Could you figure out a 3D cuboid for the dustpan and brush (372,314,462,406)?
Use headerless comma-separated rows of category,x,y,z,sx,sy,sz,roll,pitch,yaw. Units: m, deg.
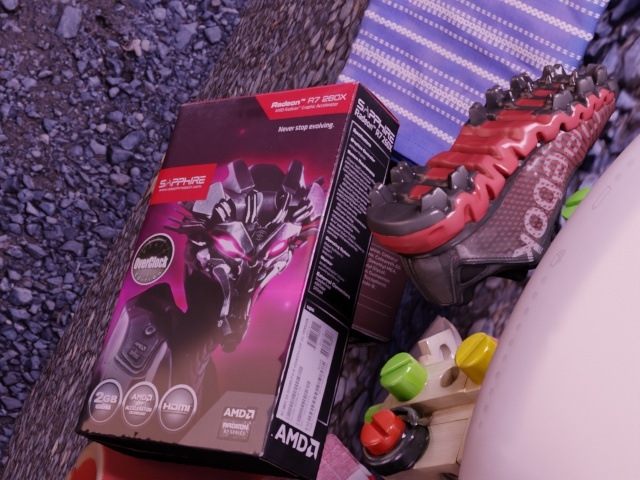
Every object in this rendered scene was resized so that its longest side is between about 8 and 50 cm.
dustpan and brush,0.094,0.188,0.882,0.147,0.060,0.211,-58,14,37

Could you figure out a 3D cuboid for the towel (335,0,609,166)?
towel,0.142,-0.216,0.964,0.243,0.040,0.336,36,117,31

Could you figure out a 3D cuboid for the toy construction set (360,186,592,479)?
toy construction set,0.142,0.081,0.699,0.327,0.151,0.215,-42,18,49

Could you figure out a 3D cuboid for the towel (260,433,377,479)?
towel,-0.015,0.280,0.781,0.237,0.037,0.329,-27,25,-18

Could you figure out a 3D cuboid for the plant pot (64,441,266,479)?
plant pot,-0.156,0.337,1.052,0.275,0.243,0.275,-52,23,33

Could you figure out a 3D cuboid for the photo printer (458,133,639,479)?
photo printer,0.212,0.086,0.440,0.307,0.107,0.256,39,105,43

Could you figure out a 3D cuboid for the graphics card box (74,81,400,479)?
graphics card box,-0.075,0.031,0.975,0.232,0.094,0.371,0,65,35

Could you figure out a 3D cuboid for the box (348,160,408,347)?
box,0.000,0.000,1.153,0.168,0.167,0.203,-17,51,64

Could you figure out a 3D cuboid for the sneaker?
sneaker,0.159,-0.045,0.848,0.276,0.135,0.097,-39,30,-27
